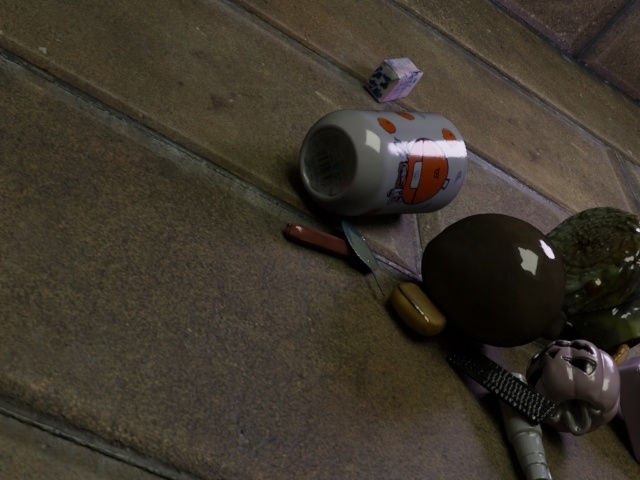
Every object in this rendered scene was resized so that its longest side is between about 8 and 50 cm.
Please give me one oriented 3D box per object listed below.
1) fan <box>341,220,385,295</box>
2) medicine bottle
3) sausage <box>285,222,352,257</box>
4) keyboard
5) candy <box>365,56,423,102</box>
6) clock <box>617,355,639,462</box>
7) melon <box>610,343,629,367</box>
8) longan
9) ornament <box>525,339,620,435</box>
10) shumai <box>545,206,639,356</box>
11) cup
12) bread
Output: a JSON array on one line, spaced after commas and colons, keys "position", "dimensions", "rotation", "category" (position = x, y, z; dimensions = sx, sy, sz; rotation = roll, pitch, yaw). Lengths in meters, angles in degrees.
[{"position": [0.085, 0.033, 1.722], "dimensions": [0.113, 0.005, 0.175], "rotation": [34, 26, -52], "category": "fan"}, {"position": [0.367, 0.344, 1.636], "dimensions": [0.092, 0.061, 0.220], "rotation": [44, 26, -35], "category": "medicine bottle"}, {"position": [0.000, 0.001, 1.678], "dimensions": [0.147, 0.035, 0.030], "rotation": [19, 70, -31], "category": "sausage"}, {"position": [0.321, 0.253, 1.656], "dimensions": [0.204, 0.013, 0.061], "rotation": [36, 50, 30], "category": "keyboard"}, {"position": [0.186, -0.409, 2.332], "dimensions": [0.073, 0.092, 0.160], "rotation": [46, 30, 11], "category": "candy"}, {"position": [0.676, 0.341, 1.899], "dimensions": [0.150, 0.063, 0.197], "rotation": [-11, 84, -53], "category": "clock"}, {"position": [0.580, 0.294, 1.907], "dimensions": [0.054, 0.098, 0.182], "rotation": [35, 45, 22], "category": "melon"}, {"position": [0.335, 0.077, 1.730], "dimensions": [0.300, 0.243, 0.300], "rotation": [34, 9, -6], "category": "longan"}, {"position": [0.469, 0.277, 1.717], "dimensions": [0.177, 0.177, 0.177], "rotation": [28, 34, -21], "category": "ornament"}, {"position": [0.608, 0.112, 2.026], "dimensions": [0.263, 0.309, 0.304], "rotation": [59, 32, -23], "category": "shumai"}, {"position": [0.115, -0.153, 1.827], "dimensions": [0.317, 0.212, 0.212], "rotation": [-6, 54, -48], "category": "cup"}, {"position": [0.173, 0.130, 1.684], "dimensions": [0.115, 0.056, 0.082], "rotation": [48, 28, 20], "category": "bread"}]
